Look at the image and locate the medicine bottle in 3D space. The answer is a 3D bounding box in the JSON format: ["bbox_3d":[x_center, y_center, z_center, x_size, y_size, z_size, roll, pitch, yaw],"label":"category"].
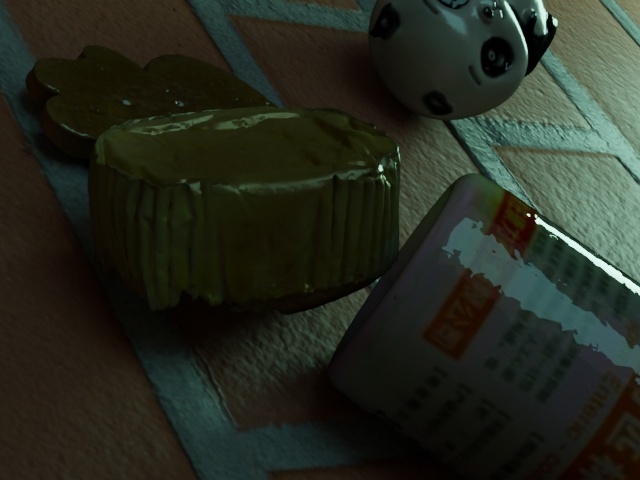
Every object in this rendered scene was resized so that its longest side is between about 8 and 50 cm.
[{"bbox_3d":[0.217,0.135,1.238,0.388,0.219,0.219,36,32,-2],"label":"medicine bottle"}]

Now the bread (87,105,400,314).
[{"bbox_3d":[-0.058,-0.023,1.207,0.250,0.133,0.179,-9,31,-23],"label":"bread"}]

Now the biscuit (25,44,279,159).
[{"bbox_3d":[-0.133,-0.101,1.381,0.289,0.044,0.202,2,44,-39],"label":"biscuit"}]

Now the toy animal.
[{"bbox_3d":[0.153,-0.234,1.701,0.187,0.165,0.235,54,30,-2],"label":"toy animal"}]
